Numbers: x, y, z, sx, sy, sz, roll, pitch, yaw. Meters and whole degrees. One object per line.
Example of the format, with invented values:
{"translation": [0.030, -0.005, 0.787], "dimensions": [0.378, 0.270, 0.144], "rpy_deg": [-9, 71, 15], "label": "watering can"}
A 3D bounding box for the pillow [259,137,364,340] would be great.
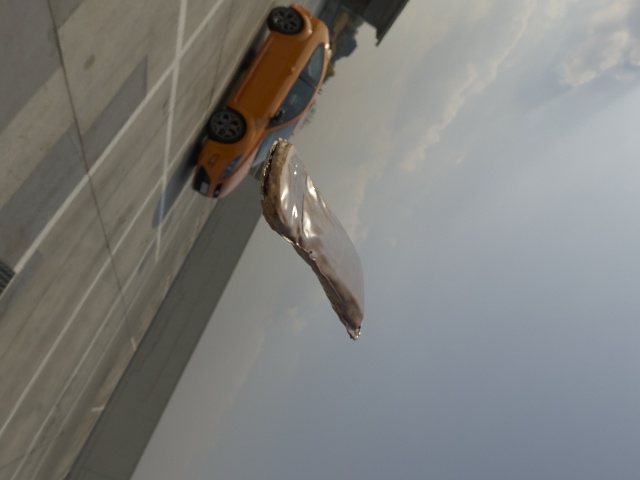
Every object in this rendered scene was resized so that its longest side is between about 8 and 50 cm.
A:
{"translation": [0.000, -0.002, 0.497], "dimensions": [0.034, 0.211, 0.135], "rpy_deg": [-18, -143, 21], "label": "pillow"}
